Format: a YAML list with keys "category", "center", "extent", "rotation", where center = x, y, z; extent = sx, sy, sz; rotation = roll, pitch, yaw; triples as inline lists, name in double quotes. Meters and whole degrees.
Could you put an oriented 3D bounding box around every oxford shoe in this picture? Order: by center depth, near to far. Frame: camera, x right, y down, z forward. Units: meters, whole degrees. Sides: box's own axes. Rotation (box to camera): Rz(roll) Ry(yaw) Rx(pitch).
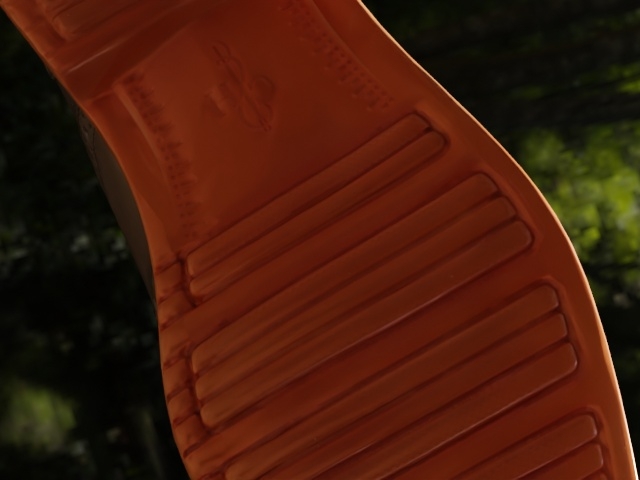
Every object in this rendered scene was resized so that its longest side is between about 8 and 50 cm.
- category: "oxford shoe"
  center: [0.000, 0.000, 0.588]
  extent: [0.133, 0.130, 0.364]
  rotation: [69, -4, -78]

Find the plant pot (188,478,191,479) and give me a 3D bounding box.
- category: "plant pot"
  center: [-0.008, 0.253, 1.312]
  extent: [0.032, 0.236, 0.236]
  rotation: [-48, -118, 51]
